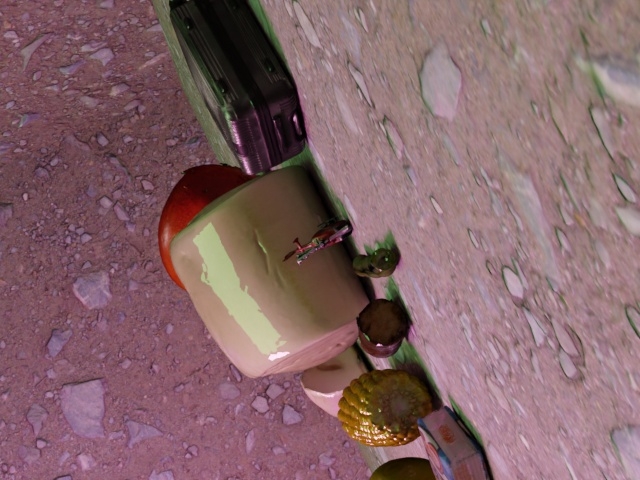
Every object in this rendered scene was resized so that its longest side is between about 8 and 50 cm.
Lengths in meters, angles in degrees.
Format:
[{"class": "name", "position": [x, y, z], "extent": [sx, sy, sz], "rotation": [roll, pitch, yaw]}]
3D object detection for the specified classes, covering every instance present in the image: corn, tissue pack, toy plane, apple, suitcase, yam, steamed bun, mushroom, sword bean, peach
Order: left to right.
[{"class": "peach", "position": [-0.250, -0.027, 2.410], "extent": [0.370, 0.370, 0.370], "rotation": [63, 173, 14]}, {"class": "suitcase", "position": [-0.142, -0.273, 1.584], "extent": [0.312, 0.128, 0.202], "rotation": [61, 172, 27]}, {"class": "steamed bun", "position": [-0.105, 0.081, 1.817], "extent": [0.371, 0.290, 0.456], "rotation": [64, 168, 5]}, {"class": "toy plane", "position": [0.000, 0.000, 1.566], "extent": [0.037, 0.145, 0.060], "rotation": [58, -153, -15]}, {"class": "mushroom", "position": [0.049, 0.351, 2.214], "extent": [0.236, 0.162, 0.173], "rotation": [-124, 13, -61]}, {"class": "sword bean", "position": [0.077, 0.036, 1.402], "extent": [0.043, 0.038, 0.269], "rotation": [59, 174, 0]}, {"class": "yam", "position": [0.094, 0.139, 1.476], "extent": [0.079, 0.079, 0.141], "rotation": [63, 174, 14]}, {"class": "corn", "position": [0.109, 0.290, 1.659], "extent": [0.144, 0.144, 0.387], "rotation": [64, 170, 11]}, {"class": "apple", "position": [0.176, 0.492, 1.764], "extent": [0.196, 0.157, 0.196], "rotation": [155, 90, -83]}, {"class": "tissue pack", "position": [0.203, 0.338, 1.400], "extent": [0.115, 0.065, 0.155], "rotation": [52, 166, 58]}]
